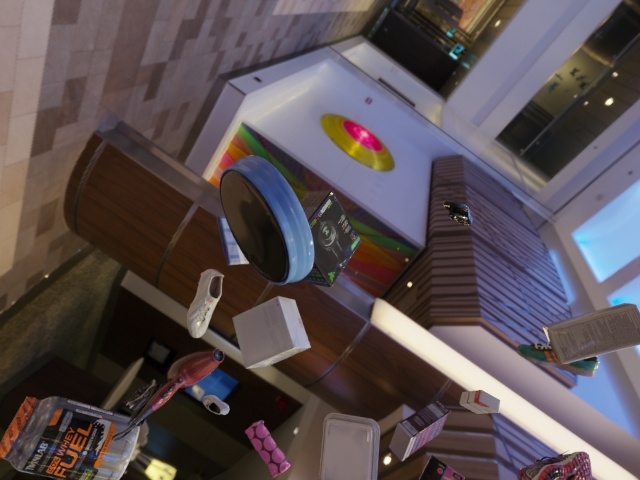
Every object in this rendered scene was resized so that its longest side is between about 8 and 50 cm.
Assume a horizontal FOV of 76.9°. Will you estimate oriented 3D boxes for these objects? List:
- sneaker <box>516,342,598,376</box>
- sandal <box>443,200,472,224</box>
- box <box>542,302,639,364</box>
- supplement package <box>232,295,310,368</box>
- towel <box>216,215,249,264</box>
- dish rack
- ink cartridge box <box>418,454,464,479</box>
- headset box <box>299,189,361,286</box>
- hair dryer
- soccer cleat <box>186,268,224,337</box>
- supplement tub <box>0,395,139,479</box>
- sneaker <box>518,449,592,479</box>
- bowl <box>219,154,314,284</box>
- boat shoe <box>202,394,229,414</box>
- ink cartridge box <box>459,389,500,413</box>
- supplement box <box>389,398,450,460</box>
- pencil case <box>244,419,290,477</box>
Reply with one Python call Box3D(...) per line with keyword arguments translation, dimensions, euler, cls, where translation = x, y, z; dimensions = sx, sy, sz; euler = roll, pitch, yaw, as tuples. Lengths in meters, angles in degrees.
Box3D(translation=(1.010, 0.477, 1.723), dimensions=(0.108, 0.301, 0.121), euler=(-17, 115, -65), cls="sneaker")
Box3D(translation=(0.610, -0.110, 1.769), dimensions=(0.097, 0.254, 0.055), euler=(14, -100, 40), cls="sandal")
Box3D(translation=(1.044, 0.354, 1.539), dimensions=(0.310, 0.148, 0.121), euler=(-20, 169, 17), cls="box")
Box3D(translation=(-0.179, 0.338, 1.475), dimensions=(0.203, 0.194, 0.149), euler=(-26, 157, 15), cls="supplement package")
Box3D(translation=(-0.304, -0.004, 1.684), dimensions=(0.034, 0.210, 0.284), euler=(-20, 171, 33), cls="towel")
Box3D(translation=(0.130, 1.016, 1.916), dimensions=(0.072, 0.285, 0.334), euler=(40, 54, -66), cls="dish rack")
Box3D(translation=(0.517, 1.236, 1.899), dimensions=(0.371, 0.175, 0.069), euler=(-52, 150, -22), cls="ink cartridge box")
Box3D(translation=(0.000, 0.000, 1.498), dimensions=(0.131, 0.283, 0.246), euler=(4, -133, 43), cls="headset box")
Box3D(translation=(-0.366, 0.375, 1.017), dimensions=(0.293, 0.080, 0.223), euler=(-39, -166, -12), cls="hair dryer")
Box3D(translation=(-0.321, 0.177, 1.124), dimensions=(0.076, 0.068, 0.197), euler=(6, -99, 40), cls="soccer cleat")
Box3D(translation=(-0.704, 0.564, 1.140), dimensions=(0.193, 0.315, 0.194), euler=(-43, -150, 33), cls="supplement tub")
Box3D(translation=(0.784, 0.756, 1.326), dimensions=(0.112, 0.298, 0.121), euler=(-23, -116, 60), cls="sneaker")
Box3D(translation=(-0.169, -0.046, 1.164), dimensions=(0.077, 0.391, 0.391), euler=(-29, 170, -29), cls="bowl")
Box3D(translation=(-0.536, 0.822, 2.006), dimensions=(0.063, 0.184, 0.066), euler=(22, 84, -52), cls="boat shoe")
Box3D(translation=(0.669, 0.680, 1.696), dimensions=(0.056, 0.099, 0.135), euler=(-63, -175, -30), cls="ink cartridge box")
Box3D(translation=(0.377, 0.711, 1.521), dimensions=(0.239, 0.073, 0.131), euler=(-10, 123, -37), cls="supplement box")
Box3D(translation=(-0.205, 0.798, 1.553), dimensions=(0.095, 0.209, 0.098), euler=(-35, 168, -1), cls="pencil case")
